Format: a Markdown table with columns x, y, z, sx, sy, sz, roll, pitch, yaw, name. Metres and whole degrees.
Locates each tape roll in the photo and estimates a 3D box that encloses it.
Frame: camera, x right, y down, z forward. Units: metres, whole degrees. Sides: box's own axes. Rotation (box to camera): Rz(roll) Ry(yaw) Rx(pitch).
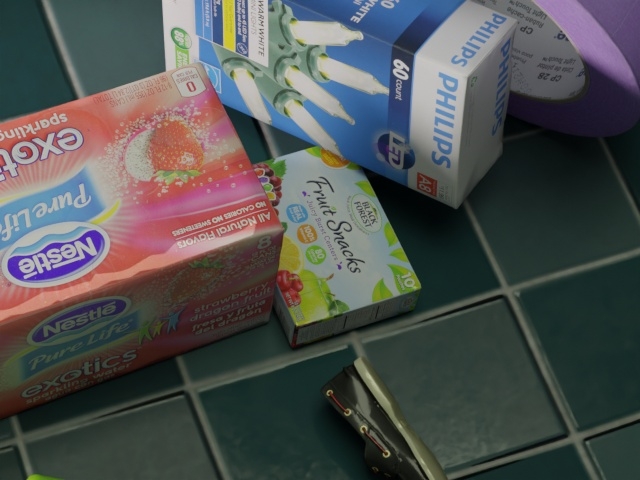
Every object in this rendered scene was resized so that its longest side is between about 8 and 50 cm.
| x | y | z | sx | sy | sz | roll | pitch | yaw | name |
| --- | --- | --- | --- | --- | --- | --- | --- | --- | --- |
| 0.135 | -0.192 | 1.368 | 0.275 | 0.275 | 0.090 | 31 | 75 | 12 | tape roll |

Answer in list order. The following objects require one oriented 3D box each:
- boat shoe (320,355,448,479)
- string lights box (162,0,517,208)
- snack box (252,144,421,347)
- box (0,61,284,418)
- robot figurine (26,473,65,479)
| x | y | z | sx | sy | sz | roll | pitch | yaw | name |
| --- | --- | --- | --- | --- | --- | --- | --- | --- | --- |
| 0.050 | 0.144 | 1.304 | 0.042 | 0.049 | 0.133 | -38 | 75 | 5 | boat shoe |
| 0.010 | -0.140 | 1.380 | 0.260 | 0.133 | 0.077 | 25 | 51 | 22 | string lights box |
| 0.000 | 0.000 | 1.383 | 0.100 | 0.037 | 0.141 | -17 | 61 | -17 | snack box |
| -0.192 | 0.015 | 1.293 | 0.300 | 0.142 | 0.154 | -19 | 64 | -16 | box |
| -0.162 | 0.198 | 1.232 | 0.115 | 0.067 | 0.101 | -17 | 71 | -15 | robot figurine |
